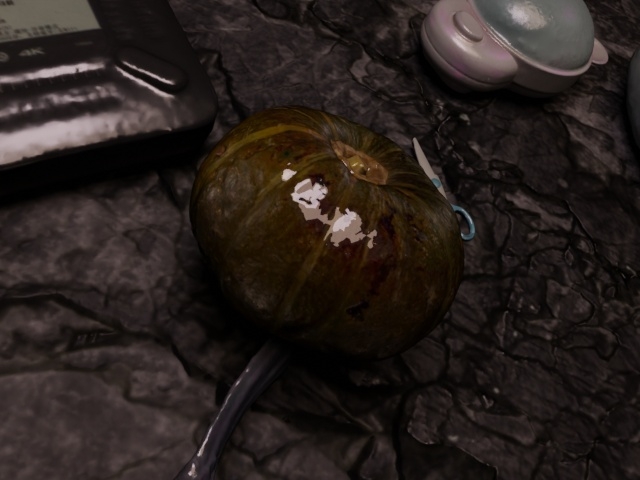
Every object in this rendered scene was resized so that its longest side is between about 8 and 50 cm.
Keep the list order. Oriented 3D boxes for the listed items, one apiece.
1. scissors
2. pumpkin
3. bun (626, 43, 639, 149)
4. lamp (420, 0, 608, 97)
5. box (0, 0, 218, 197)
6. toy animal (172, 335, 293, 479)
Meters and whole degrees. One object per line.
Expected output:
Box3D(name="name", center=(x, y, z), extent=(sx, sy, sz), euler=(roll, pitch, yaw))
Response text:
Box3D(name="scissors", center=(0.114, -0.051, 0.668), extent=(0.058, 0.014, 0.119), euler=(-10, 67, -27))
Box3D(name="pumpkin", center=(0.000, 0.000, 0.510), extent=(0.218, 0.162, 0.219), euler=(28, 29, -17))
Box3D(name="bun", center=(0.537, -0.151, 0.782), extent=(0.354, 0.194, 0.355), euler=(11, 55, -15))
Box3D(name="lamp", center=(0.228, -0.252, 0.779), extent=(0.245, 0.108, 0.180), euler=(-20, 65, -29))
Box3D(name="box", center=(-0.263, -0.169, 0.558), extent=(0.289, 0.073, 0.289), euler=(-18, 68, -28))
Box3D(name="toy animal", center=(-0.131, 0.203, 0.380), extent=(0.205, 0.081, 0.367), euler=(13, 48, -8))
